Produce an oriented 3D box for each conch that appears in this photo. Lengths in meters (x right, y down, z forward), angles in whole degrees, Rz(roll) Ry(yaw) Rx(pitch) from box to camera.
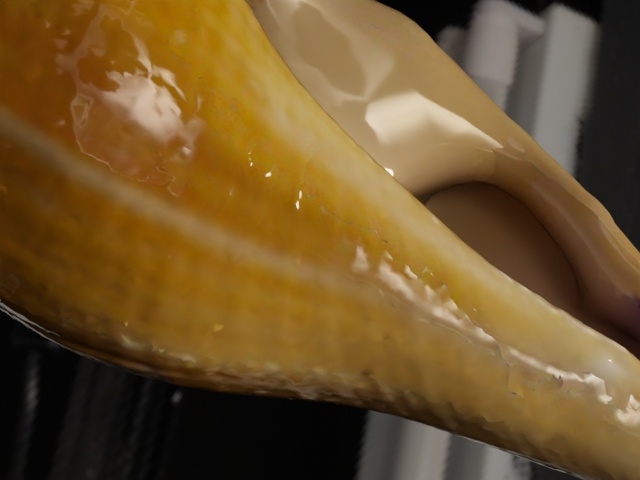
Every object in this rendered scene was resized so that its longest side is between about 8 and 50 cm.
[{"bbox_3d":[-0.003,0.004,0.370,0.093,0.330,0.109,-51,-174,25],"label":"conch"}]
